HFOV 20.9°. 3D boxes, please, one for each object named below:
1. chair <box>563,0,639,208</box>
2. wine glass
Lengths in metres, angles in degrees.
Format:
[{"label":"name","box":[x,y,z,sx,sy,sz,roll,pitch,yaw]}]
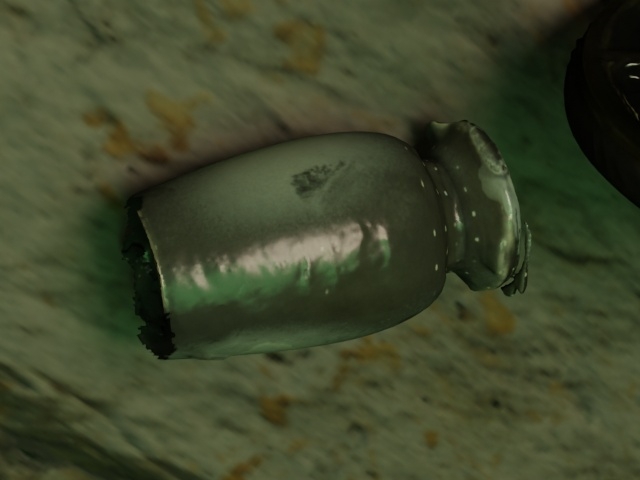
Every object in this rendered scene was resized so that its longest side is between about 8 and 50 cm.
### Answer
[{"label":"chair","box":[0.286,-0.218,0.789,0.365,0.362,0.410,3,126,2]},{"label":"wine glass","box":[0.000,0.000,0.921,0.204,0.111,0.111,-13,116,-17]}]
